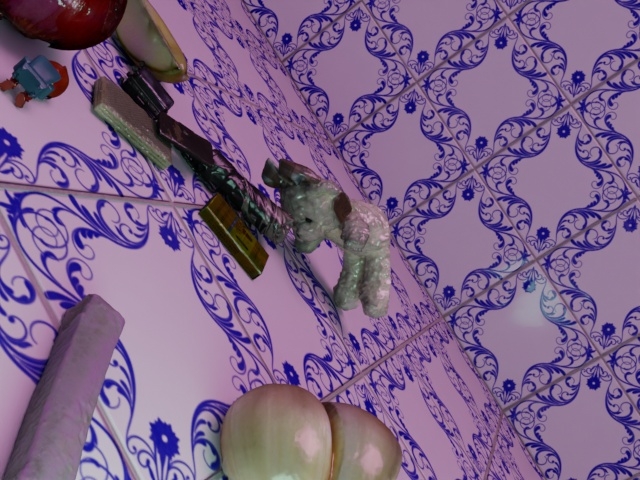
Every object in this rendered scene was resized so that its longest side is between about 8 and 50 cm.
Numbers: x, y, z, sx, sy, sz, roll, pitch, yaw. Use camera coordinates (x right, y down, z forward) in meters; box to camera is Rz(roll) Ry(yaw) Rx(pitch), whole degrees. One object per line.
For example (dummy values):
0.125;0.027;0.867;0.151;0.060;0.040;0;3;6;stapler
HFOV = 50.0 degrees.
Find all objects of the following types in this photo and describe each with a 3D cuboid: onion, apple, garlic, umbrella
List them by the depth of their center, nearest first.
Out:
-0.014;0.348;1.085;0.313;0.286;0.250;-76;175;-63;garlic
-0.476;-0.476;1.232;0.276;0.276;0.276;50;16;-20;onion
-0.215;-0.124;1.647;0.357;0.106;0.113;42;9;-19;umbrella
-0.418;-0.484;1.699;0.265;0.120;0.193;60;2;5;apple

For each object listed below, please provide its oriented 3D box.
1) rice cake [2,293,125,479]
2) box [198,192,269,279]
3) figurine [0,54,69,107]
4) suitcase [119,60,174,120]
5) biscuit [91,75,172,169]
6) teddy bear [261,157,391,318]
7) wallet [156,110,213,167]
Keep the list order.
-0.293;0.179;0.795;0.073;0.056;0.365;47;17;-25;rice cake
-0.193;-0.012;1.559;0.193;0.030;0.121;53;15;-13;box
-0.470;-0.273;1.157;0.068;0.075;0.140;51;18;-14;figurine
-0.393;-0.337;1.565;0.126;0.059;0.086;51;17;-19;suitcase
-0.387;-0.244;1.425;0.199;0.040;0.121;44;21;-40;biscuit
0.000;0.000;1.802;0.362;0.376;0.327;8;1;-35;teddy bear
-0.297;-0.221;1.507;0.156;0.018;0.082;34;35;-41;wallet
